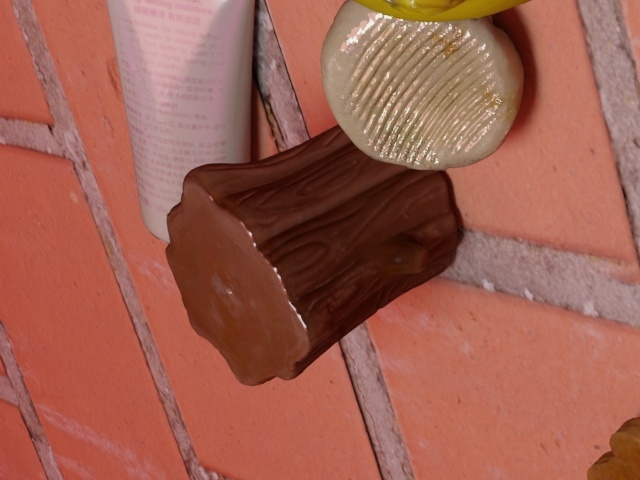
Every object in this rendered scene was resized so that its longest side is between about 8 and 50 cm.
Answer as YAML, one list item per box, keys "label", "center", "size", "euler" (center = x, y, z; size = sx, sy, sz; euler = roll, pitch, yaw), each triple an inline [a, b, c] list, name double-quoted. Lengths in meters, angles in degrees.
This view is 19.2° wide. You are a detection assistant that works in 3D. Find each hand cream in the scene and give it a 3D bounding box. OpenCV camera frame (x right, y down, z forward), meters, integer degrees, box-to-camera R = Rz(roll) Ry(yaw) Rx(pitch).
- label: "hand cream"
  center: [-0.140, -0.158, 1.964]
  size: [0.185, 0.118, 0.359]
  euler: [15, 130, 20]

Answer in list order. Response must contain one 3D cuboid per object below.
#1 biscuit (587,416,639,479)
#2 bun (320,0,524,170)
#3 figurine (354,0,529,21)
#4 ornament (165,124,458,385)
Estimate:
- label: "biscuit"
  center: [0.342, 0.232, 1.638]
  size: [0.202, 0.044, 0.288]
  euler: [62, 153, -4]
- label: "bun"
  center: [0.092, -0.149, 1.612]
  size: [0.183, 0.102, 0.183]
  euler: [9, 130, 11]
- label: "figurine"
  center: [0.116, -0.264, 1.218]
  size: [0.323, 0.340, 0.231]
  euler: [47, 149, 24]
- label: "ornament"
  center: [0.000, 0.000, 1.775]
  size: [0.221, 0.217, 0.235]
  euler: [20, 133, 49]
